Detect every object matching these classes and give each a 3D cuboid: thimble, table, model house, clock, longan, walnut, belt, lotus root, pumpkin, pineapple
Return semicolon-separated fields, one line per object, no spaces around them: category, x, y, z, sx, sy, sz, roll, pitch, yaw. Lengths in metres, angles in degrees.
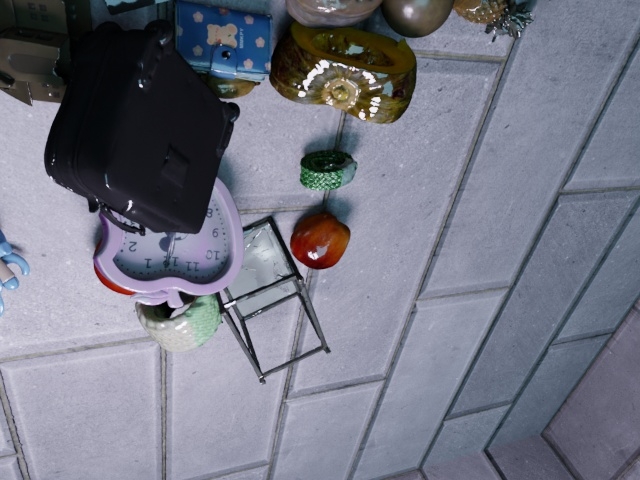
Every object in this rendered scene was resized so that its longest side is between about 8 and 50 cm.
thimble;-0.376;0.188;1.406;0.219;0.219;0.150;-23;135;-7
table;-0.148;0.169;1.455;0.223;0.272;0.334;-24;133;-6
model house;-0.545;-0.349;0.907;0.244;0.204;0.211;5;128;-8
clock;-0.344;-0.009;1.214;0.339;0.102;0.338;2;87;-32
longan;0.213;-0.540;1.132;0.185;0.159;0.204;46;61;-59
walnut;0.030;-0.519;1.027;0.225;0.224;0.224;-13;131;-16
belt;0.019;-0.174;1.356;0.152;0.121;0.079;-16;130;-20
lotus root;-0.206;-0.345;1.146;0.152;0.063;0.072;-3;96;-21
pumpkin;0.052;-0.380;1.148;0.318;0.221;0.139;11;136;-5
pineapple;0.417;-0.551;1.258;0.252;0.125;0.125;4;125;-41

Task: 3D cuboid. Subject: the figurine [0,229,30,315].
figurine;-0.763;0.074;1.167;0.262;0.153;0.180;-42;121;17

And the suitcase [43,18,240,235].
suitcase;-0.319;-0.184;0.986;0.189;0.338;0.345;8;168;16

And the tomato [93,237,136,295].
tomato;-0.458;0.055;1.299;0.195;0.136;0.195;-10;139;-9

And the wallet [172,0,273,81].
wallet;-0.198;-0.404;1.076;0.203;0.059;0.140;-1;102;-24

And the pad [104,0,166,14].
pad;-0.353;-0.531;0.944;0.143;0.003;0.211;-20;126;-10

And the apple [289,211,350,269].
apple;0.003;0.000;1.481;0.156;0.147;0.158;37;106;-19
